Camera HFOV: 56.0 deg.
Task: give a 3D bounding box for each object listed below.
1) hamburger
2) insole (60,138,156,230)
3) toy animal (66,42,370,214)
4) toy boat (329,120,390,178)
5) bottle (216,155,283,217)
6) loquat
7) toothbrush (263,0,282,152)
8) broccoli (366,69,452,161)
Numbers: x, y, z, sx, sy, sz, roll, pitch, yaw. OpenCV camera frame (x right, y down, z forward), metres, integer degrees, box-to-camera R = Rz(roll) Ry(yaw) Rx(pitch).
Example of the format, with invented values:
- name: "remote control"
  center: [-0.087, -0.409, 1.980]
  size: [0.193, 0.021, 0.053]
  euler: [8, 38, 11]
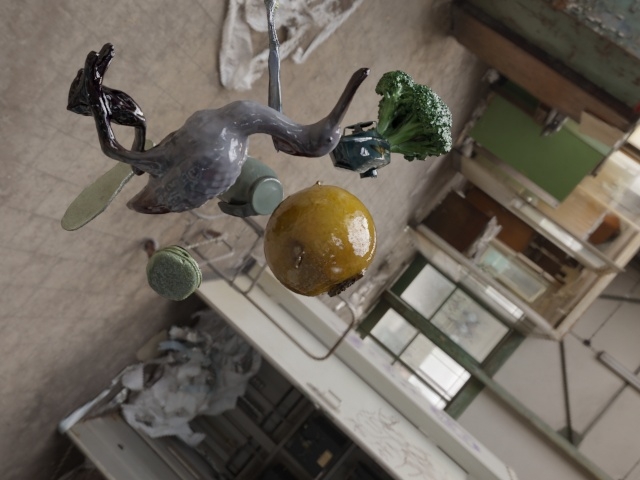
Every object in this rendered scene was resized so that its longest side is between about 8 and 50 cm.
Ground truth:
- name: "hamburger"
  center: [-0.339, 0.074, 1.398]
  size: [0.140, 0.133, 0.062]
  euler: [-47, -175, 30]
- name: "insole"
  center: [-0.326, -0.087, 0.930]
  size: [0.192, 0.063, 0.010]
  euler: [-52, 145, -17]
- name: "toy animal"
  center: [-0.119, -0.101, 0.647]
  size: [0.090, 0.324, 0.195]
  euler: [-76, 172, -52]
- name: "toy boat"
  center: [0.064, -0.158, 1.023]
  size: [0.093, 0.103, 0.246]
  euler: [-10, -178, 15]
- name: "bottle"
  center: [-0.155, -0.102, 0.920]
  size: [0.096, 0.254, 0.079]
  euler: [-41, 133, -19]
- name: "loquat"
  center: [0.000, 0.000, 0.707]
  size: [0.141, 0.141, 0.141]
  euler: [-46, 165, -16]
- name: "toothbrush"
  center: [-0.110, -0.419, 1.450]
  size: [0.042, 0.035, 0.413]
  euler: [-5, 94, -62]
- name: "broccoli"
  center: [0.216, -0.303, 1.546]
  size: [0.241, 0.261, 0.269]
  euler: [-44, -166, -22]
